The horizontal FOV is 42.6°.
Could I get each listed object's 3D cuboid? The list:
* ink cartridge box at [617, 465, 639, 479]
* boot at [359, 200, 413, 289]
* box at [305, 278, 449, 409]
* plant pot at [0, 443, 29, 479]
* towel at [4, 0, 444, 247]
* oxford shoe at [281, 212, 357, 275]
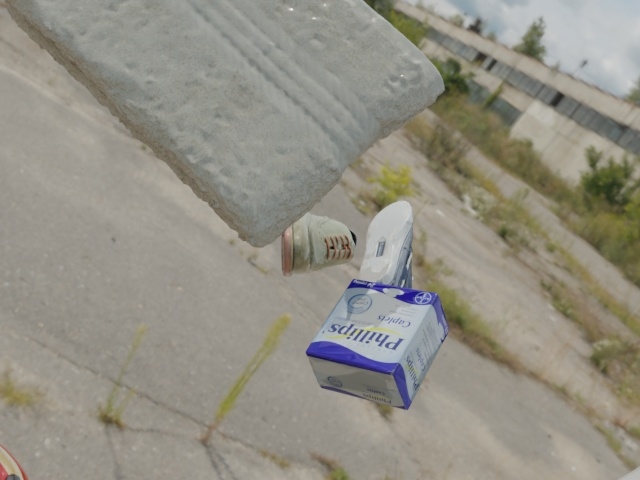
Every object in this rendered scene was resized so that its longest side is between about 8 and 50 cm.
[{"bbox_3d":[0.372,0.283,0.634,0.270,0.197,0.198,60,-6,13],"label":"ink cartridge box"},{"bbox_3d":[0.109,0.029,1.230,0.086,0.069,0.190,60,37,-32],"label":"boot"},{"bbox_3d":[0.073,0.126,1.026,0.126,0.137,0.072,8,-43,32],"label":"box"},{"bbox_3d":[-0.338,0.253,0.665,0.191,0.174,0.191,37,13,-10],"label":"plant pot"},{"bbox_3d":[-0.074,-0.142,0.588,0.282,0.187,0.049,44,-15,12],"label":"towel"},{"bbox_3d":[0.000,0.000,1.821,0.147,0.140,0.397,4,10,9],"label":"oxford shoe"}]
